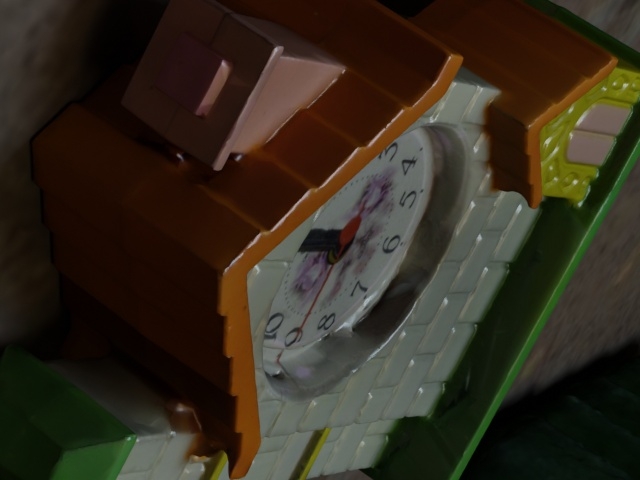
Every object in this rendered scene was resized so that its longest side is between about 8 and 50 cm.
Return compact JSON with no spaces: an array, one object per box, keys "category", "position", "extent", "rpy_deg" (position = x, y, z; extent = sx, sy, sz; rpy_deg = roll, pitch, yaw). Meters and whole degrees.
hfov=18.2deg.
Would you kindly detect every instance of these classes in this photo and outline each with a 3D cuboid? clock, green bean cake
[{"category":"clock","position":[0.000,0.000,0.756],"extent":[0.255,0.106,0.220],"rpy_deg":[0,120,-61]},{"category":"green bean cake","position":[0.165,0.239,1.281],"extent":[0.308,0.169,0.300],"rpy_deg":[-16,132,-54]}]
